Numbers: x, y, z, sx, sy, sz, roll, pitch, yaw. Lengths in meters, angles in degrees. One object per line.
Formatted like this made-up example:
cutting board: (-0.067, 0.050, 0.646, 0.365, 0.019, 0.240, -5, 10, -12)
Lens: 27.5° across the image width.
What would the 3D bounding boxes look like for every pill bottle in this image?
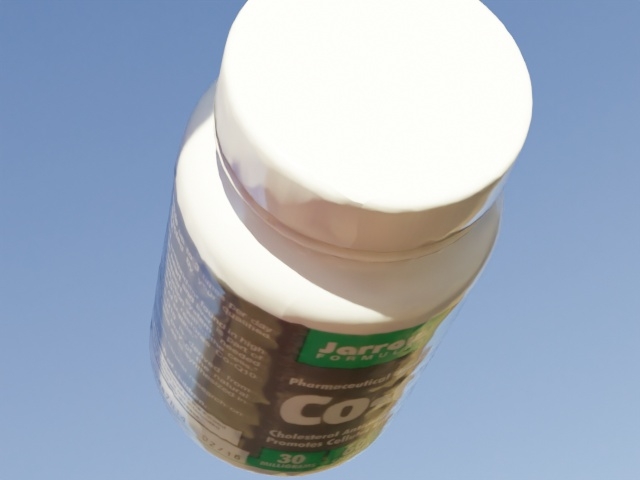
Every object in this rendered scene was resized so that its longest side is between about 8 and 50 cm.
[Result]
pill bottle: (0.000, 0.000, 0.850, 0.204, 0.204, 0.361, -11, -27, -17)
